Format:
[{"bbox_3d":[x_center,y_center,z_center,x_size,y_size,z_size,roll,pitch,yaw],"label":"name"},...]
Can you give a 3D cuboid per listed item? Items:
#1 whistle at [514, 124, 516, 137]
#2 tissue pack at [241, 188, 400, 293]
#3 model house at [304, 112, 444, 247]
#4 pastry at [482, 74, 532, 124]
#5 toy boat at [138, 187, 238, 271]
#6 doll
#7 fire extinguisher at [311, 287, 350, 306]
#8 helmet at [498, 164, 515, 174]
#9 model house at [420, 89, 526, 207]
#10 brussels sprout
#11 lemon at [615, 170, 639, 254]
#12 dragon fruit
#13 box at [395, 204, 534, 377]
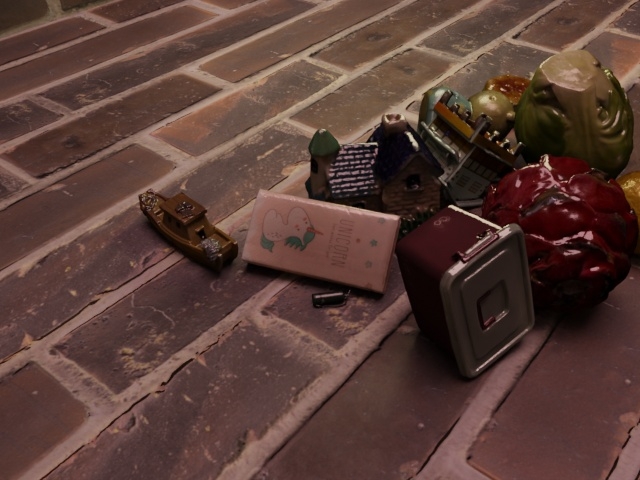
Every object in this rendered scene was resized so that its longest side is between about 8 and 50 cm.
[{"bbox_3d":[0.641,-0.326,1.874,0.223,0.123,0.123,-9,38,-34],"label":"whistle"},{"bbox_3d":[0.000,0.000,1.432,0.325,0.170,0.071,11,-4,14],"label":"tissue pack"},{"bbox_3d":[0.121,-0.148,1.525,0.298,0.284,0.243,-8,35,-9],"label":"model house"},{"bbox_3d":[0.586,-0.428,2.007,0.182,0.093,0.193,7,43,7],"label":"pastry"},{"bbox_3d":[-0.314,-0.040,1.511,0.321,0.122,0.089,32,54,33],"label":"toy boat"},{"bbox_3d":[0.414,-0.346,1.844,0.260,0.162,0.177,6,4,-3],"label":"doll"},{"bbox_3d":[0.025,0.123,1.384,0.083,0.025,0.038,-8,73,-9],"label":"fire extinguisher"},{"bbox_3d":[0.471,-0.208,1.766,0.089,0.057,0.111,31,25,-17],"label":"helmet"},{"bbox_3d":[0.353,-0.228,1.665,0.198,0.215,0.224,22,23,-39],"label":"model house"},{"bbox_3d":[0.629,-0.299,1.641,0.281,0.355,0.289,1,52,25],"label":"brussels sprout"},{"bbox_3d":[0.737,-0.060,1.475,0.231,0.192,0.192,16,42,21],"label":"lemon"},{"bbox_3d":[0.476,-0.010,1.332,0.329,0.329,0.329,0,39,0],"label":"dragon fruit"},{"bbox_3d":[0.265,0.087,1.221,0.193,0.294,0.167,-35,40,-17],"label":"box"}]
